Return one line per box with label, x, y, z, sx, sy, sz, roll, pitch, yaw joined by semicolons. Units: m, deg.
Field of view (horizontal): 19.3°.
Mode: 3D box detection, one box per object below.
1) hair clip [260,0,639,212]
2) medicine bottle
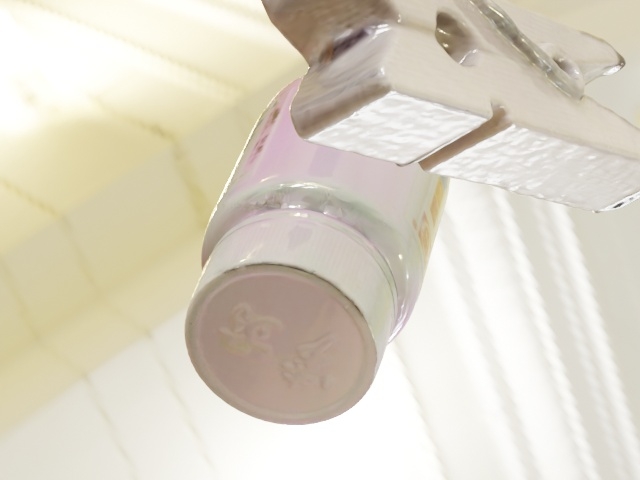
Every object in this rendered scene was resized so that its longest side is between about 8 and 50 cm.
hair clip;0.088;-0.080;1.033;0.085;0.330;0.101;-25;-107;31
medicine bottle;0.000;0.000;1.277;0.152;0.254;0.152;7;-56;11
